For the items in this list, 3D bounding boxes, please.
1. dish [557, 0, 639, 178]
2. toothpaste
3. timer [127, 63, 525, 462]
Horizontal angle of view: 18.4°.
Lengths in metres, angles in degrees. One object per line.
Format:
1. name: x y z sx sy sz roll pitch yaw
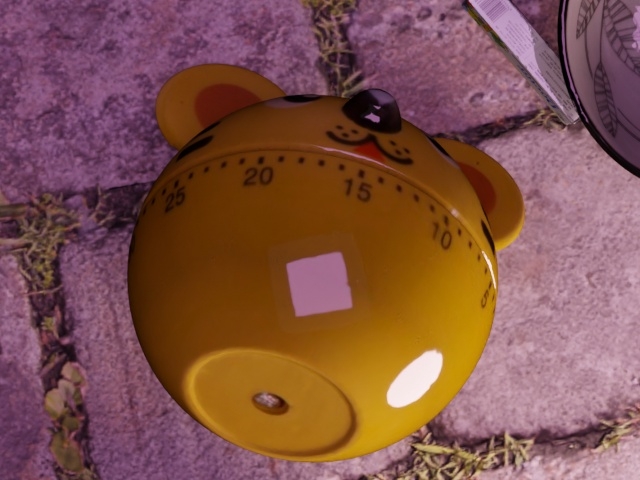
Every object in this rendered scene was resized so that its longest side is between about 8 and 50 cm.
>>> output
1. dish: 0.372 -0.202 1.932 0.316 0.106 0.317 -1 97 -6
2. toothpaste: 0.205 -0.186 1.951 0.034 0.046 0.164 -42 96 -3
3. timer: 0.000 0.000 1.829 0.376 0.376 0.387 20 49 -5
